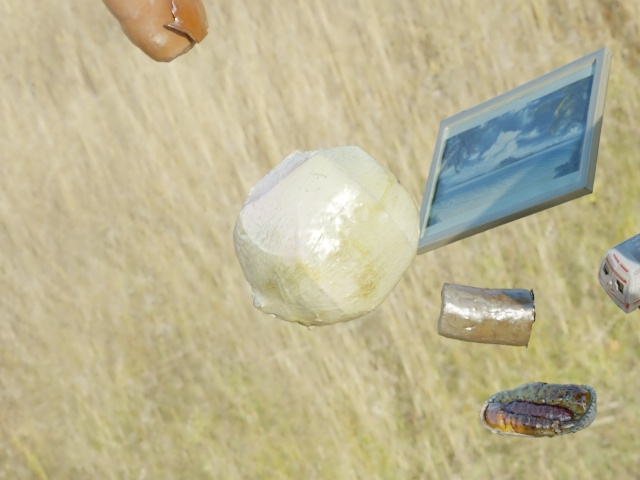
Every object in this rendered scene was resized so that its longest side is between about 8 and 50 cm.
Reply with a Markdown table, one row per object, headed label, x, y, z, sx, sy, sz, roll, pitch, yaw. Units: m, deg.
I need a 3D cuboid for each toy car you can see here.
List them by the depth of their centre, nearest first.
| label | x | y | z | sx | sy | sz | roll | pitch | yaw |
| --- | --- | --- | --- | --- | --- | --- | --- | --- | --- |
| toy car | 0.521 | 0.019 | 1.977 | 0.209 | 0.108 | 0.089 | -26 | 55 | -12 |

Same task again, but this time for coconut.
| label | x | y | z | sx | sy | sz | roll | pitch | yaw |
| --- | --- | --- | --- | --- | --- | --- | --- | --- | --- |
| coconut | 0.001 | 0.001 | 1.333 | 0.194 | 0.194 | 0.194 | -18 | 22 | 7 |

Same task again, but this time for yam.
| label | x | y | z | sx | sy | sz | roll | pitch | yaw |
| --- | --- | --- | --- | --- | --- | --- | --- | --- | --- |
| yam | 0.220 | 0.098 | 1.757 | 0.127 | 0.084 | 0.084 | 6 | 22 | -3 |

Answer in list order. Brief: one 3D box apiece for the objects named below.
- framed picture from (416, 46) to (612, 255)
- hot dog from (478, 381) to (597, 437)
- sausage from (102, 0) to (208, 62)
| label | x | y | z | sx | sy | sz | roll | pitch | yaw |
| --- | --- | --- | --- | --- | --- | --- | --- | --- | --- |
| framed picture | 0.257 | -0.117 | 1.785 | 0.315 | 0.024 | 0.232 | -24 | 43 | 47 |
| hot dog | 0.341 | 0.268 | 2.076 | 0.192 | 0.053 | 0.099 | -5 | 43 | 28 |
| sausage | -0.247 | -0.367 | 1.313 | 0.094 | 0.419 | 0.094 | -27 | 13 | 18 |
